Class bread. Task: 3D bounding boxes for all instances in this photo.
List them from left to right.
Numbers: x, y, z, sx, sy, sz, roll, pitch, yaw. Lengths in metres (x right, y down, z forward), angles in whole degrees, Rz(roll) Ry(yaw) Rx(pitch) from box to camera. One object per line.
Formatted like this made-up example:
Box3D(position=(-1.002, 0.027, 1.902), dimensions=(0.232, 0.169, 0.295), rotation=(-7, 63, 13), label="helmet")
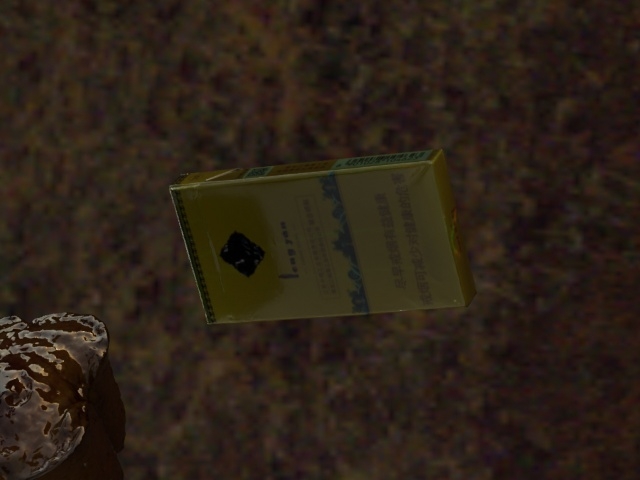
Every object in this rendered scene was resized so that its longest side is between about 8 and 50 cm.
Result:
Box3D(position=(-0.274, 0.173, 1.527), dimensions=(0.247, 0.135, 0.232), rotation=(-14, 35, 18), label="bread")

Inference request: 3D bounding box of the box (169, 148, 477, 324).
Box3D(position=(0.001, 0.000, 1.839), dimensions=(0.279, 0.041, 0.153), rotation=(-5, 114, 24), label="box")
